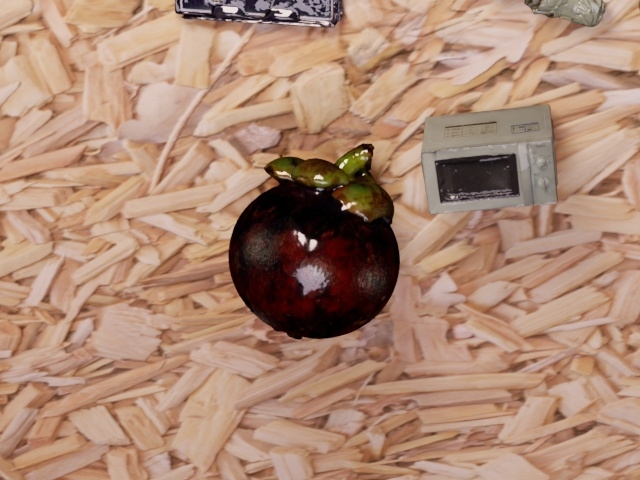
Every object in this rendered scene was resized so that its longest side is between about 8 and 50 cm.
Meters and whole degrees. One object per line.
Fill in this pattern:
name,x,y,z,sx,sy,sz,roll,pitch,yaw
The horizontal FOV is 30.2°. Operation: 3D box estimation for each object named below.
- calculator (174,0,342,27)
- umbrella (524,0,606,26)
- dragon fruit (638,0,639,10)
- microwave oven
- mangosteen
calculator,-0.099,-0.425,1.886,0.274,0.028,0.165,5,120,6
umbrella,0.369,-0.370,1.829,0.143,0.062,0.067,21,152,-11
dragon fruit,0.594,-0.365,1.738,0.200,0.198,0.269,32,105,3
microwave oven,0.275,-0.129,1.919,0.208,0.162,0.122,-5,118,12
mangosteen,-0.005,0.015,1.983,0.311,0.311,0.311,4,120,7
